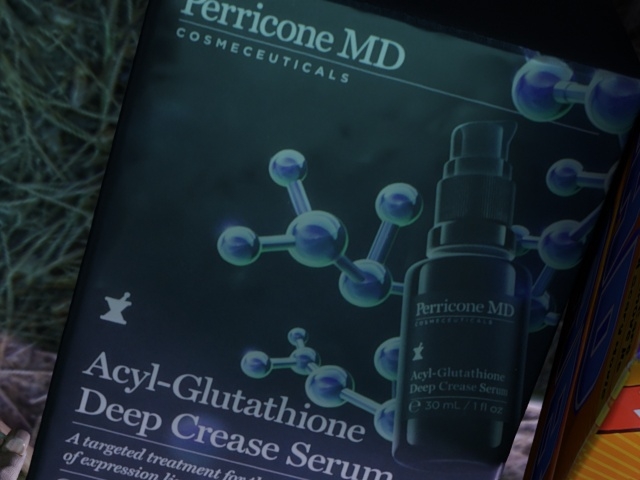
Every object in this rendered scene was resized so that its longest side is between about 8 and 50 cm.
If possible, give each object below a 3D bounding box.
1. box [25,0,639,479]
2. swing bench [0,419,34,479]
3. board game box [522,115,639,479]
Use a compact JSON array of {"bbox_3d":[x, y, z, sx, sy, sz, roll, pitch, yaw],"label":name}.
[{"bbox_3d":[0.000,0.000,1.175,0.293,0.212,0.395,14,114,-6],"label":"box"},{"bbox_3d":[-0.310,0.172,1.234,0.165,0.253,0.255,-23,114,10],"label":"swing bench"},{"bbox_3d":[0.333,0.049,1.008,0.356,0.357,0.356,17,150,4],"label":"board game box"}]
